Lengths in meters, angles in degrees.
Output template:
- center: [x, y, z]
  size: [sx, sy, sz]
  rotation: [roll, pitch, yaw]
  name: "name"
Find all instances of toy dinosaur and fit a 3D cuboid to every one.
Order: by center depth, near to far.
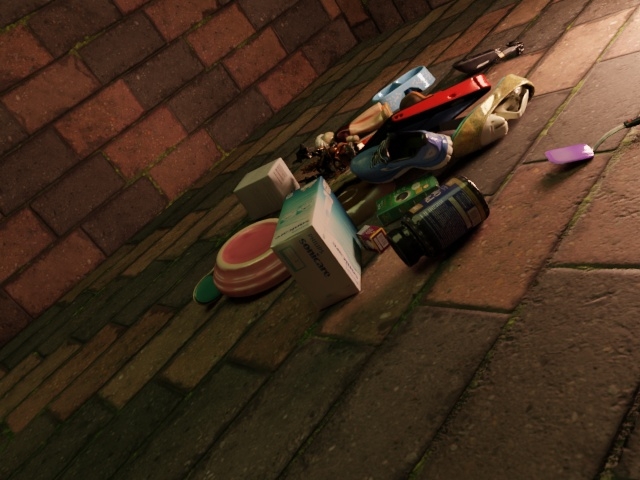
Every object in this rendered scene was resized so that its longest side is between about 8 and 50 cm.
- center: [0.026, -0.281, 2.115]
  size: [0.218, 0.164, 0.322]
  rotation: [-25, -14, -35]
  name: "toy dinosaur"

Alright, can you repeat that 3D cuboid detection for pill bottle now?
- center: [0.263, -0.040, 1.308]
  size: [0.219, 0.122, 0.123]
  rotation: [-36, 22, -3]
  name: "pill bottle"

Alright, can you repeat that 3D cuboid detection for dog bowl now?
- center: [0.352, -0.651, 2.495]
  size: [0.297, 0.074, 0.166]
  rotation: [-36, 22, 0]
  name: "dog bowl"

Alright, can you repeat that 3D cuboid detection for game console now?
- center: [0.310, -0.367, 1.764]
  size: [0.342, 0.060, 0.386]
  rotation: [-28, -2, -13]
  name: "game console"

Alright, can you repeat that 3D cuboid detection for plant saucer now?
- center: [-0.193, 0.037, 1.785]
  size: [0.332, 0.084, 0.332]
  rotation: [-21, 30, 13]
  name: "plant saucer"
- center: [0.090, -0.123, 1.828]
  size: [0.311, 0.050, 0.310]
  rotation: [-30, 21, 13]
  name: "plant saucer"

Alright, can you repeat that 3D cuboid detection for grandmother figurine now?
- center: [0.133, -0.461, 2.390]
  size: [0.343, 0.104, 0.208]
  rotation: [-22, 16, 23]
  name: "grandmother figurine"

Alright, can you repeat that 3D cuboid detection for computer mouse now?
- center: [0.639, -0.679, 2.169]
  size: [0.262, 0.060, 0.184]
  rotation: [-20, 20, 6]
  name: "computer mouse"

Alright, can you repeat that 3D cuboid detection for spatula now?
- center: [0.654, -0.237, 1.277]
  size: [0.297, 0.030, 0.084]
  rotation: [-26, 25, 21]
  name: "spatula"

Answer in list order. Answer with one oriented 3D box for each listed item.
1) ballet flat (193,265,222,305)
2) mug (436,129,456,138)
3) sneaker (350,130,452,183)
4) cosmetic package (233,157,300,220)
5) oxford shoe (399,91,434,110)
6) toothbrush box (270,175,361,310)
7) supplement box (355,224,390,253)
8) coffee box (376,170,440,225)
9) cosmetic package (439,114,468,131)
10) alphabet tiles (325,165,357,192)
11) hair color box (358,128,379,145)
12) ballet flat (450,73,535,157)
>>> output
- center: [-0.343, 0.135, 1.895]
  size: [0.086, 0.086, 0.248]
  rotation: [-15, 28, 41]
  name: "ballet flat"
- center: [0.398, -0.316, 1.768]
  size: [0.064, 0.062, 0.078]
  rotation: [-11, 37, 30]
  name: "mug"
- center: [0.205, -0.256, 1.654]
  size: [0.330, 0.147, 0.129]
  rotation: [-12, 68, 44]
  name: "sneaker"
- center: [-0.211, -0.202, 2.273]
  size: [0.184, 0.151, 0.151]
  rotation: [-21, 25, 30]
  name: "cosmetic package"
- center: [0.353, -0.483, 2.126]
  size: [0.098, 0.097, 0.271]
  rotation: [-44, 23, -7]
  name: "oxford shoe"
- center: [0.000, 0.000, 1.479]
  size: [0.126, 0.216, 0.295]
  rotation: [-28, 24, 18]
  name: "toothbrush box"
- center: [0.138, -0.005, 1.504]
  size: [0.043, 0.055, 0.083]
  rotation: [-41, 22, -15]
  name: "supplement box"
- center: [0.243, -0.118, 1.604]
  size: [0.184, 0.040, 0.113]
  rotation: [-28, 22, 15]
  name: "coffee box"
- center: [0.435, -0.358, 1.793]
  size: [0.060, 0.041, 0.115]
  rotation: [-11, 3, -40]
  name: "cosmetic package"
- center: [0.094, -0.235, 2.017]
  size: [0.285, 0.011, 0.342]
  rotation: [-19, 19, 50]
  name: "alphabet tiles"
- center: [0.220, -0.386, 2.148]
  size: [0.167, 0.053, 0.093]
  rotation: [-28, 10, 20]
  name: "hair color box"
- center: [0.502, -0.353, 1.642]
  size: [0.348, 0.123, 0.123]
  rotation: [-47, 25, -24]
  name: "ballet flat"
